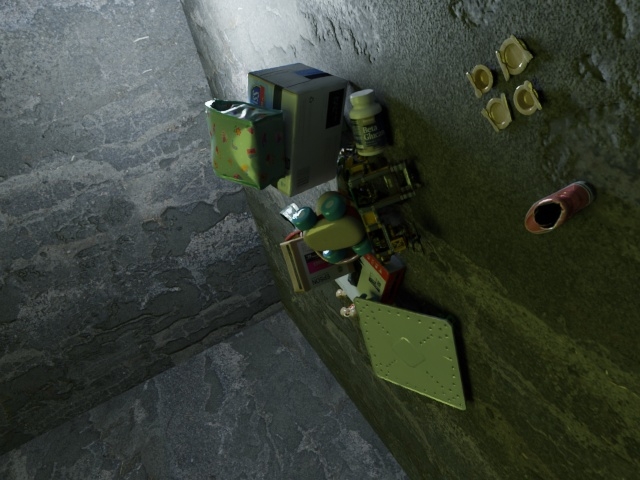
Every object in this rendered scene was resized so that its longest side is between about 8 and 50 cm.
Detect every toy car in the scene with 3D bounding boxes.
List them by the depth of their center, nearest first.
[{"bbox_3d":[0.054,-0.091,1.453,0.219,0.210,0.238,47,-141,-36],"label":"toy car"}]

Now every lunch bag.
[{"bbox_3d":[-0.242,-0.299,1.363,0.262,0.160,0.224,22,129,32],"label":"lunch bag"}]

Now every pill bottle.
[{"bbox_3d":[0.135,-0.336,1.278,0.094,0.094,0.169,36,148,57],"label":"pill bottle"}]

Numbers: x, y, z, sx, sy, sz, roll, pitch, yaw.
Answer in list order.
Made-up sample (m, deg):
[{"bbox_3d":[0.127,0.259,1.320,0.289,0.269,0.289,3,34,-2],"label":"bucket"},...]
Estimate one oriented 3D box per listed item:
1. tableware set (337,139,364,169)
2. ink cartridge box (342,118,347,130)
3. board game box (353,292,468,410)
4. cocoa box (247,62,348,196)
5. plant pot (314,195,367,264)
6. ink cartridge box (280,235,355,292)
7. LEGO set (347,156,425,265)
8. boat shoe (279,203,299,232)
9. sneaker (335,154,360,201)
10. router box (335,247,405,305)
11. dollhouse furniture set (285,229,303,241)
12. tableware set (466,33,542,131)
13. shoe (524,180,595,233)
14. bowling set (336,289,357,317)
[{"bbox_3d":[0.103,-0.282,1.461,0.154,0.024,0.104,24,94,63],"label":"tableware set"},{"bbox_3d":[0.011,-0.415,1.584,0.209,0.062,0.109,10,123,69],"label":"ink cartridge box"},{"bbox_3d":[0.321,0.384,1.592,0.390,0.050,0.390,9,126,43],"label":"board game box"},{"bbox_3d":[-0.085,-0.365,1.461,0.228,0.231,0.347,33,134,31],"label":"cocoa box"},{"bbox_3d":[0.087,-0.035,1.585,0.237,0.237,0.109,59,-159,16],"label":"plant pot"},{"bbox_3d":[-0.008,0.065,1.665,0.088,0.234,0.193,-14,96,61],"label":"ink cartridge box"},{"bbox_3d":[0.215,-0.110,1.321,0.255,0.192,0.331,-49,-60,-76],"label":"LEGO set"},{"bbox_3d":[-0.111,-0.046,2.399,0.320,0.099,0.116,60,162,15],"label":"boat shoe"},{"bbox_3d":[0.112,-0.181,1.576,0.130,0.087,0.228,-134,29,-61],"label":"sneaker"},{"bbox_3d":[0.162,0.108,1.732,0.335,0.082,0.301,49,146,36],"label":"router box"},{"bbox_3d":[0.000,0.000,2.131,0.374,0.152,0.201,-36,79,55],"label":"dollhouse furniture set"},{"bbox_3d":[0.347,-0.289,0.847,0.141,0.020,0.168,65,163,-1],"label":"tableware set"},{"bbox_3d":[0.425,-0.048,0.848,0.064,0.081,0.178,61,162,13],"label":"shoe"},{"bbox_3d":[0.130,0.237,1.994,0.200,0.154,0.287,62,162,7],"label":"bowling set"}]
